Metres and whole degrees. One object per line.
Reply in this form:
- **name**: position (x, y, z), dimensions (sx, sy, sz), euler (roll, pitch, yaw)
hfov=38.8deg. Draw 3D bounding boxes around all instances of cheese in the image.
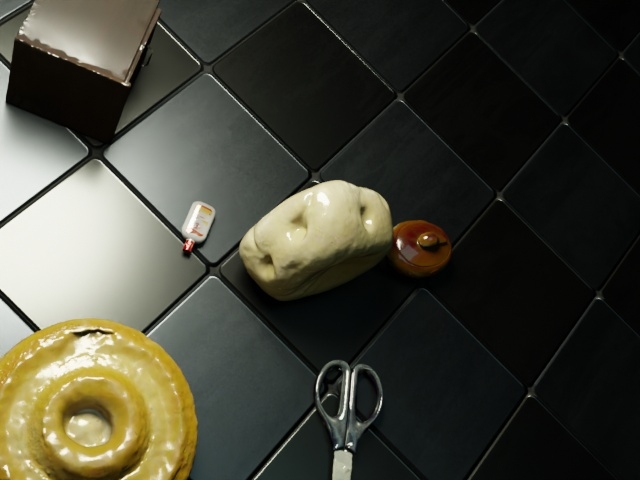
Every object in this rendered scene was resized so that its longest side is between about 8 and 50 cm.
- **cheese**: position (0.000, 0.000, 1.338), dimensions (0.235, 0.218, 0.117), euler (-23, 74, -7)

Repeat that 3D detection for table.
- **table**: position (-0.338, -0.287, 1.338), dimensions (0.172, 0.169, 0.193), euler (22, 60, -13)

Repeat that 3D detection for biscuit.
- **biscuit**: position (-0.298, 0.243, 1.169), dimensions (0.296, 0.102, 0.296), euler (8, 68, -21)

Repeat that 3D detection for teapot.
- **teapot**: position (0.157, 0.010, 1.470), dimensions (0.129, 0.078, 0.098), euler (-2, 69, -23)

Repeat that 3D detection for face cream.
- **face cream**: position (-0.187, -0.019, 1.371), dimensions (0.040, 0.021, 0.083), euler (24, 62, -11)

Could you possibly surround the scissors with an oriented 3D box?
- **scissors**: position (0.033, 0.321, 1.319), dimensions (0.109, 0.022, 0.300), euler (12, 65, -14)
